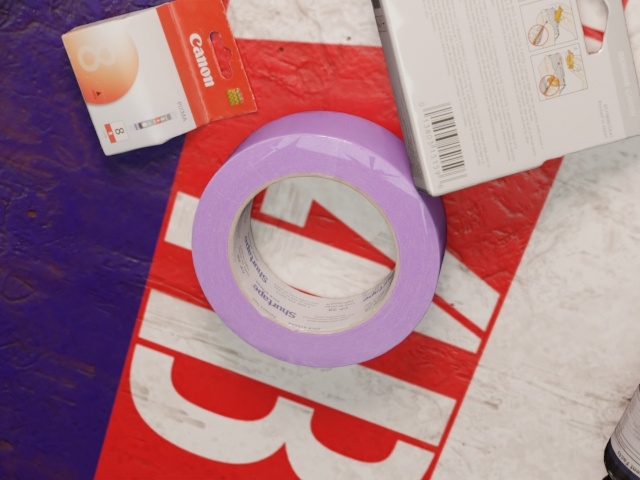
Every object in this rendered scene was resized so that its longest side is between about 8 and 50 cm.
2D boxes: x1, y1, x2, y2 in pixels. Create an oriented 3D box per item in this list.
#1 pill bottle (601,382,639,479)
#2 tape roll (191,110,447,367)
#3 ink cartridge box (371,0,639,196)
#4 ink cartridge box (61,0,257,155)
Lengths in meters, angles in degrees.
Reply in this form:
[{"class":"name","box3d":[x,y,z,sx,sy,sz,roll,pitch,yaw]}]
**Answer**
[{"class":"pill bottle","box3d":[0.388,0.221,1.385,0.122,0.123,0.219,22,116,2]},{"class":"tape roll","box3d":[0.000,0.000,1.390,0.274,0.090,0.275,4,113,9]},{"class":"ink cartridge box","box3d":[0.183,-0.208,1.264,0.238,0.060,0.275,-16,101,-9]},{"class":"ink cartridge box","box3d":[-0.176,-0.181,1.375,0.179,0.045,0.146,-11,110,18]}]
